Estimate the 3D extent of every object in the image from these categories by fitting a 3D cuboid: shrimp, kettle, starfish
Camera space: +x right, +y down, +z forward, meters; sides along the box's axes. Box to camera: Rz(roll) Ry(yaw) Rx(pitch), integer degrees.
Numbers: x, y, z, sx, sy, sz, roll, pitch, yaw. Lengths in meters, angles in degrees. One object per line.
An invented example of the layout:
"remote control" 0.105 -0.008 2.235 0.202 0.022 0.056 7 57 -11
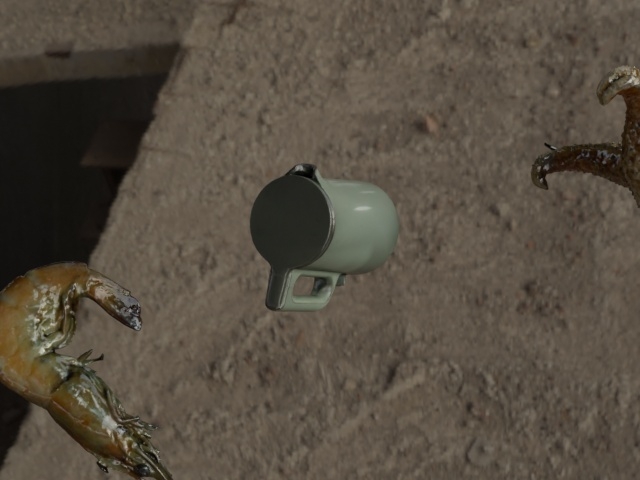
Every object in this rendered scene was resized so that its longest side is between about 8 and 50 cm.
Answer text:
"shrimp" -0.242 0.148 1.105 0.296 0.058 0.169 42 80 -3
"kettle" -0.003 -0.005 0.954 0.098 0.148 0.127 48 109 19
"starfish" 0.328 -0.039 0.931 0.113 0.312 0.303 -49 41 2
